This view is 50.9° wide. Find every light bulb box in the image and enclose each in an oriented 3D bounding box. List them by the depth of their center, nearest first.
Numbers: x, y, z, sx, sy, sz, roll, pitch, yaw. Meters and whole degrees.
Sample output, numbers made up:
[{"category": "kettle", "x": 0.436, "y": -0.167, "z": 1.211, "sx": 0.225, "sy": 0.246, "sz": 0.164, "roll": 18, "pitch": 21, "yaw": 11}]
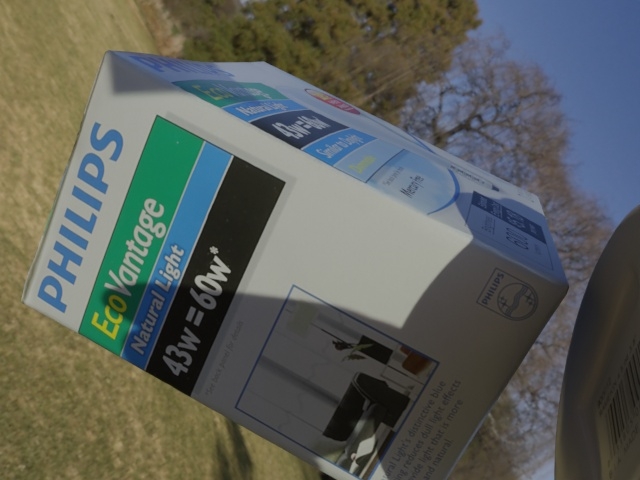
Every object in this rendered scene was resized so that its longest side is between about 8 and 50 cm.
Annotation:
[{"category": "light bulb box", "x": 0.000, "y": 0.000, "z": 0.642, "sx": 0.361, "sy": 0.225, "sz": 0.358, "roll": 28, "pitch": 18, "yaw": 6}]

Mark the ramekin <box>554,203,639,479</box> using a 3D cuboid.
[{"category": "ramekin", "x": 0.228, "y": 0.101, "z": 0.369, "sx": 0.277, "sy": 0.135, "sz": 0.277, "roll": 10, "pitch": 90, "yaw": -82}]
